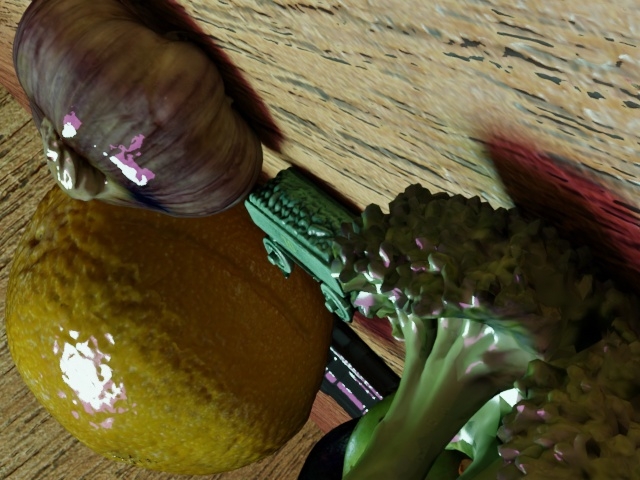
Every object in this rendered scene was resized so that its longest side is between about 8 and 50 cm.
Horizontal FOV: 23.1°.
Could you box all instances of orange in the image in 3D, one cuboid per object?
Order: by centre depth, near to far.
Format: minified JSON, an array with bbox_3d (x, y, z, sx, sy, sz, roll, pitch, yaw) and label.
[{"bbox_3d":[-0.148,0.080,1.623,0.357,0.322,0.322,38,177,-33],"label":"orange"}]

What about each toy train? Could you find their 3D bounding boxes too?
[{"bbox_3d":[0.000,0.000,1.334,0.172,0.070,0.099,39,162,45],"label":"toy train"}]

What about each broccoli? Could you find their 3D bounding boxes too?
[{"bbox_3d":[0.104,0.144,0.826,0.249,0.302,0.375,-27,79,54],"label":"broccoli"}]

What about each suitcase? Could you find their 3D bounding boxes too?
[{"bbox_3d":[0.070,0.203,1.955,0.285,0.066,0.206,45,172,3],"label":"suitcase"}]

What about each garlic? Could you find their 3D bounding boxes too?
[{"bbox_3d":[-0.164,-0.101,1.324,0.245,0.160,0.245,35,173,5],"label":"garlic"}]

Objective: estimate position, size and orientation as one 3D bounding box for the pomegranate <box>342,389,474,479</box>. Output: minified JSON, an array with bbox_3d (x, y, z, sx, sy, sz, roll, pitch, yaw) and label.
[{"bbox_3d":[0.131,0.234,1.530,0.225,0.187,0.187,14,-164,-44],"label":"pomegranate"}]

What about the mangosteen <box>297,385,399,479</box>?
[{"bbox_3d":[0.084,0.281,1.700,0.243,0.243,0.243,44,171,8],"label":"mangosteen"}]

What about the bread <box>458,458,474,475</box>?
[{"bbox_3d":[0.188,0.211,1.231,0.269,0.095,0.139,32,120,46],"label":"bread"}]
